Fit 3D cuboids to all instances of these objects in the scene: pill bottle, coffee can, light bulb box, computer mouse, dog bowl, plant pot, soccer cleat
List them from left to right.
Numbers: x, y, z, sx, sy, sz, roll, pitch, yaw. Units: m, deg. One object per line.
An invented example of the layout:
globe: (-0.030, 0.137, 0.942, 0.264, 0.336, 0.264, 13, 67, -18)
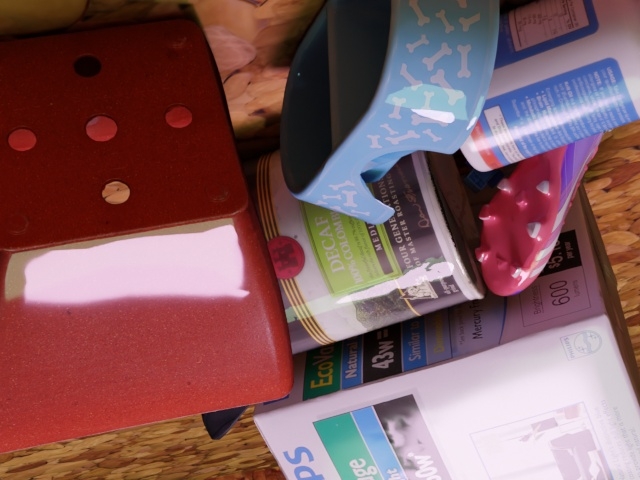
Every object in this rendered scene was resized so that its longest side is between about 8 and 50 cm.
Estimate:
plant pot: (-0.167, -0.023, 1.052, 0.267, 0.267, 0.235, -10, 150, -13)
computer mouse: (-0.094, 0.158, 1.866, 0.060, 0.184, 0.262, 32, 141, -8)
coffee can: (0.000, 0.000, 1.309, 0.275, 0.201, 0.201, -18, 163, 13)
dog bowl: (0.041, -0.122, 1.032, 0.074, 0.166, 0.297, 5, 158, -18)
light bulb box: (0.143, 0.114, 1.459, 0.361, 0.358, 0.225, -18, 119, 13)
soccer cleat: (0.217, -0.064, 1.255, 0.095, 0.248, 0.083, 5, -167, -41)
pill bottle: (0.215, -0.148, 1.129, 0.221, 0.124, 0.124, -18, 163, 18)

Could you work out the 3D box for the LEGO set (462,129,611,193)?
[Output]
LEGO set: (0.211, -0.087, 1.353, 0.227, 0.087, 0.093, -47, 180, -8)
